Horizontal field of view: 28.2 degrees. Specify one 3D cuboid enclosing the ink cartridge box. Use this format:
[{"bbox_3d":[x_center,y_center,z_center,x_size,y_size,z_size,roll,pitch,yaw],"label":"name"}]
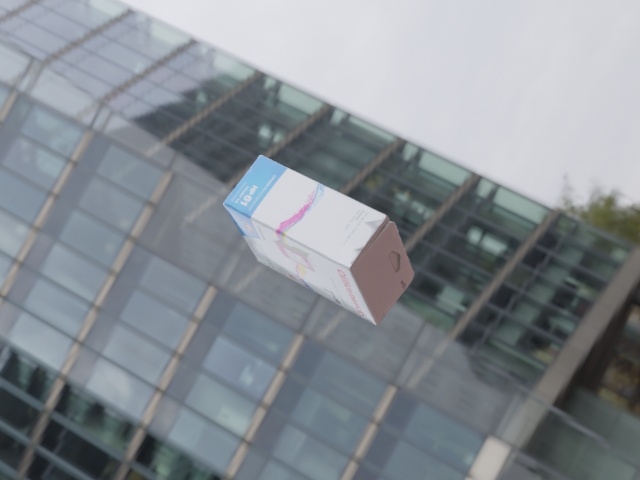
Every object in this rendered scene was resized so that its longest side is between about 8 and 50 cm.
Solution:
[{"bbox_3d":[0.000,0.000,0.938,0.052,0.122,0.088,-54,-32,-17],"label":"ink cartridge box"}]
